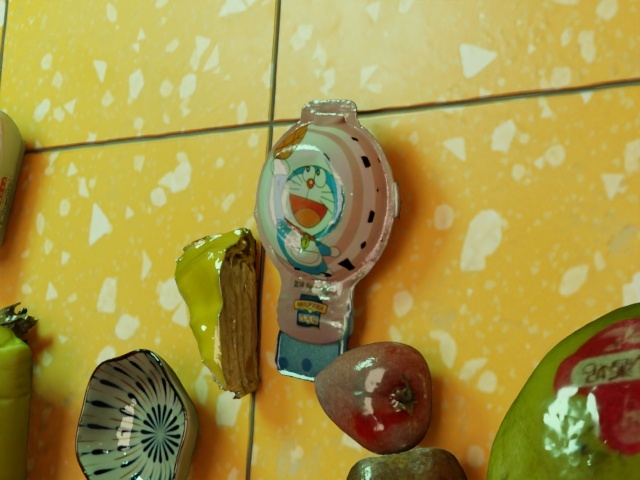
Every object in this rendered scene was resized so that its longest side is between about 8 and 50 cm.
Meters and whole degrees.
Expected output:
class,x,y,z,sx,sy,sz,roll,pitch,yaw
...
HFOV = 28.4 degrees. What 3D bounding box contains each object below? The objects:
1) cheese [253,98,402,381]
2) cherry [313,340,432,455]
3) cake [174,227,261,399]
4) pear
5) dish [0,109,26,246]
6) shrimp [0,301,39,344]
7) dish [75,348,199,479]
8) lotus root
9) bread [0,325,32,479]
class,x,y,z,sx,sy,sz,roll,pitch,yaw
cheese,0.000,0.000,1.276,0.189,0.074,0.285,8,93,41
cherry,0.058,0.143,1.197,0.126,0.087,0.106,34,105,53
cake,-0.124,0.078,1.364,0.116,0.080,0.184,-4,85,36
pear,0.255,0.216,0.877,0.287,0.287,0.375,-30,36,32
dish,-0.455,-0.073,1.660,0.151,0.077,0.212,15,92,38
shrimp,-0.424,0.155,1.616,0.217,0.051,0.115,-37,67,28
dish,-0.189,0.213,1.402,0.191,0.066,0.190,-8,79,42
lotus root,0.077,0.243,1.150,0.122,0.112,0.081,-12,62,6
bread,-0.427,0.285,1.509,0.166,0.112,0.383,6,93,45
